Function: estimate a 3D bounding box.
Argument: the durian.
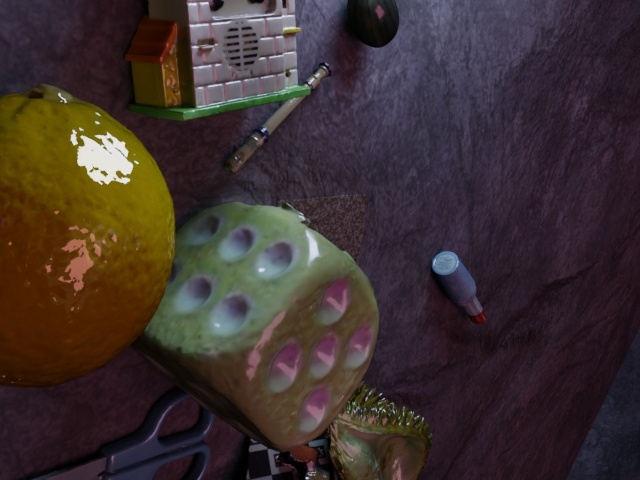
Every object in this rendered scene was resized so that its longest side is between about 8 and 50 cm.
[{"bbox_3d":[0.086,0.385,1.396,0.198,0.163,0.394,-55,143,-15],"label":"durian"}]

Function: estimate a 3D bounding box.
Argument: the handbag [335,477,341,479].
[{"bbox_3d":[-0.052,0.507,1.312,0.225,0.135,0.146,-24,118,-39],"label":"handbag"}]

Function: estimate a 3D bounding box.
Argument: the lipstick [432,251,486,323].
[{"bbox_3d":[0.319,0.118,1.633,0.068,0.061,0.274,-58,141,-16],"label":"lipstick"}]

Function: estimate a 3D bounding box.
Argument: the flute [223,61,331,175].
[{"bbox_3d":[-0.061,-0.181,1.072,0.233,0.027,0.027,-50,138,-22],"label":"flute"}]

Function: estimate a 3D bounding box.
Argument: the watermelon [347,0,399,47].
[{"bbox_3d":[0.082,-0.346,1.128,0.078,0.078,0.110,-54,140,-18],"label":"watermelon"}]

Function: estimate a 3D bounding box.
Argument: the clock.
[{"bbox_3d":[-0.125,-0.292,0.892,0.220,0.106,0.255,-22,118,-45],"label":"clock"}]

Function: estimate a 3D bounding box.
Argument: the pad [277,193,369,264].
[{"bbox_3d":[0.000,0.000,1.245,0.235,0.003,0.158,-9,113,-48],"label":"pad"}]

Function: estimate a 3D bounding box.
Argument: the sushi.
[{"bbox_3d":[-0.033,0.443,1.220,0.193,0.043,0.279,18,60,-29],"label":"sushi"}]

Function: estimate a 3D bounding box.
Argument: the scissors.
[{"bbox_3d":[-0.321,0.322,0.988,0.447,0.029,0.192,-5,110,-49],"label":"scissors"}]

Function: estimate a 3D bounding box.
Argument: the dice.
[{"bbox_3d":[-0.087,0.112,0.995,0.254,0.252,0.249,-53,140,-23],"label":"dice"}]

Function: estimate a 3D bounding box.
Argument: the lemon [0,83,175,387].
[{"bbox_3d":[-0.274,0.002,0.708,0.293,0.293,0.292,-24,124,-42],"label":"lemon"}]
